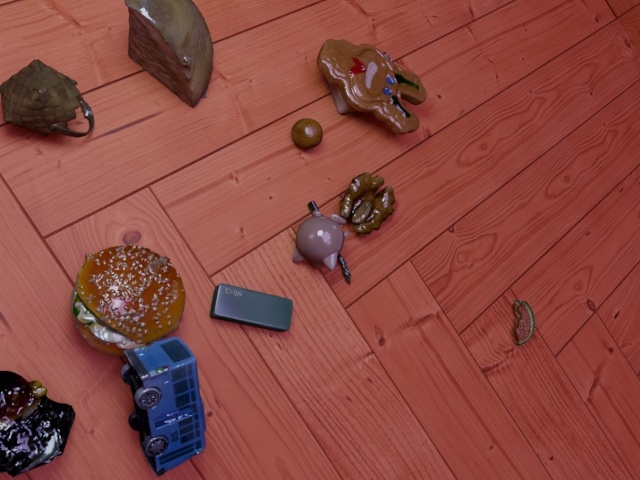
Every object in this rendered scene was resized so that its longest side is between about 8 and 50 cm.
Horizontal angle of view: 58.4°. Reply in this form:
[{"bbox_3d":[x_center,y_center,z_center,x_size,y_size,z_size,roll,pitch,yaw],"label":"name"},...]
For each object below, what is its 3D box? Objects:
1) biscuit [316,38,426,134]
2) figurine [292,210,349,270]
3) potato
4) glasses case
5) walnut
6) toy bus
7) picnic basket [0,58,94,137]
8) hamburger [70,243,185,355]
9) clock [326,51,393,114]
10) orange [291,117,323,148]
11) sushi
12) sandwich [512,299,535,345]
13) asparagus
[{"bbox_3d":[0.143,-0.426,1.542,0.334,0.047,0.202,27,66,-17],"label":"biscuit"},{"bbox_3d":[0.000,0.000,1.393,0.125,0.125,0.138,18,79,-21],"label":"figurine"},{"bbox_3d":[-0.308,-0.475,1.300,0.211,0.264,0.189,38,72,-6],"label":"potato"},{"bbox_3d":[-0.156,0.156,1.313,0.184,0.039,0.077,15,69,-22],"label":"glasses case"},{"bbox_3d":[0.117,-0.097,1.504,0.143,0.069,0.170,48,63,-8],"label":"walnut"},{"bbox_3d":[-0.295,0.317,1.103,0.134,0.116,0.233,-16,117,-32],"label":"toy bus"},{"bbox_3d":[-0.555,-0.281,1.199,0.178,0.138,0.128,13,57,-63],"label":"picnic basket"},{"bbox_3d":[-0.382,0.117,1.153,0.237,0.147,0.236,9,70,-26],"label":"hamburger"},{"bbox_3d":[0.121,-0.438,1.601,0.192,0.071,0.146,-17,83,-29],"label":"clock"},{"bbox_3d":[-0.035,-0.276,1.478,0.085,0.085,0.085,7,72,-24],"label":"orange"},{"bbox_3d":[-0.558,0.314,1.008,0.172,0.153,0.150,-20,106,-10],"label":"sushi"},{"bbox_3d":[0.586,0.242,1.659,0.067,0.029,0.135,19,69,-15],"label":"sandwich"},{"bbox_3d":[0.027,0.004,1.456,0.023,0.022,0.232,-27,88,-1],"label":"asparagus"}]
